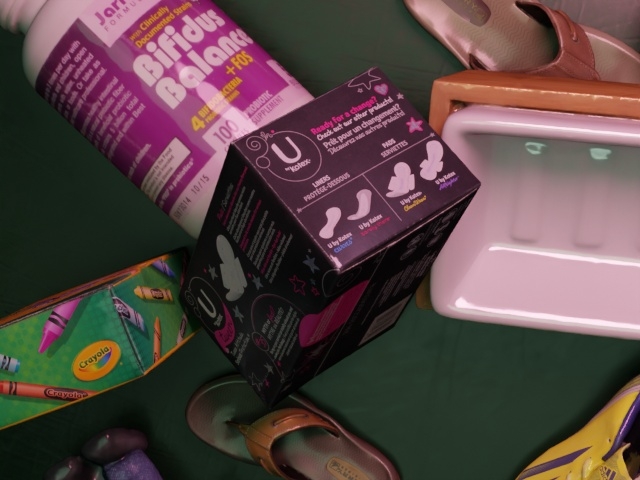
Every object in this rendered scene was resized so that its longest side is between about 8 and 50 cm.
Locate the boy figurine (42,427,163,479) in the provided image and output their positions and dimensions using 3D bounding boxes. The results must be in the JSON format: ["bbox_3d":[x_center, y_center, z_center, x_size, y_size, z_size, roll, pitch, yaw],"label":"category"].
[{"bbox_3d":[-0.159,0.323,1.369,0.177,0.092,0.285,-33,66,10],"label":"boy figurine"}]

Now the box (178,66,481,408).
[{"bbox_3d":[0.000,0.000,1.245,0.163,0.247,0.142,-31,72,-30],"label":"box"}]

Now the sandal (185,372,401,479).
[{"bbox_3d":[-0.026,0.198,1.397,0.219,0.060,0.090,32,98,4],"label":"sandal"}]

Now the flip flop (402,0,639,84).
[{"bbox_3d":[0.187,-0.174,1.323,0.277,0.080,0.112,39,99,2],"label":"flip flop"}]

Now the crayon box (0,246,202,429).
[{"bbox_3d":[-0.208,0.084,1.301,0.165,0.278,0.081,-21,93,9],"label":"crayon box"}]

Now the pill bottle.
[{"bbox_3d":[-0.157,-0.157,1.328,0.301,0.169,0.169,43,99,1],"label":"pill bottle"}]

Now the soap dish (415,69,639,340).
[{"bbox_3d":[0.235,-0.033,1.278,0.290,0.118,0.229,6,123,8],"label":"soap dish"}]

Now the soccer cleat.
[{"bbox_3d":[0.246,0.218,1.331,0.093,0.121,0.289,43,99,2],"label":"soccer cleat"}]
